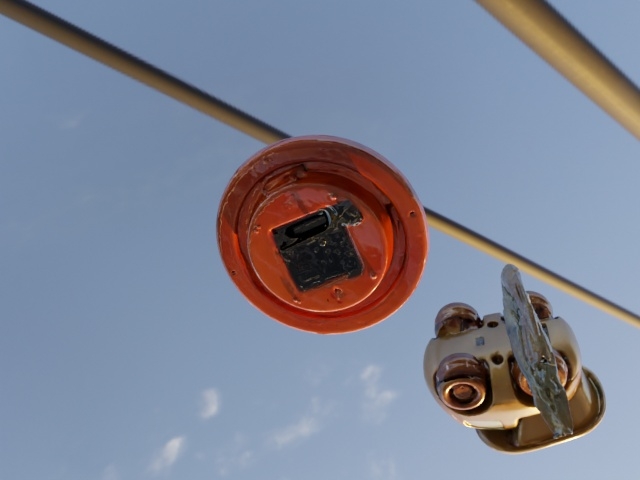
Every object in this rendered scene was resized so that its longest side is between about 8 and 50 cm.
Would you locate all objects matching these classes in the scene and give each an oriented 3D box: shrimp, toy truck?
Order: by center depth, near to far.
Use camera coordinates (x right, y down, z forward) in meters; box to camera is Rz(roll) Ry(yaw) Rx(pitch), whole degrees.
[{"bbox_3d":[0.264,0.129,0.861,0.047,0.126,0.224,-16,-122,7],"label":"shrimp"},{"bbox_3d":[0.328,0.226,1.203,0.287,0.204,0.212,-14,-59,16],"label":"toy truck"}]

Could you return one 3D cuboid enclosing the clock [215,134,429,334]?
[{"bbox_3d":[0.000,0.000,0.660,0.205,0.051,0.205,5,-63,10],"label":"clock"}]
